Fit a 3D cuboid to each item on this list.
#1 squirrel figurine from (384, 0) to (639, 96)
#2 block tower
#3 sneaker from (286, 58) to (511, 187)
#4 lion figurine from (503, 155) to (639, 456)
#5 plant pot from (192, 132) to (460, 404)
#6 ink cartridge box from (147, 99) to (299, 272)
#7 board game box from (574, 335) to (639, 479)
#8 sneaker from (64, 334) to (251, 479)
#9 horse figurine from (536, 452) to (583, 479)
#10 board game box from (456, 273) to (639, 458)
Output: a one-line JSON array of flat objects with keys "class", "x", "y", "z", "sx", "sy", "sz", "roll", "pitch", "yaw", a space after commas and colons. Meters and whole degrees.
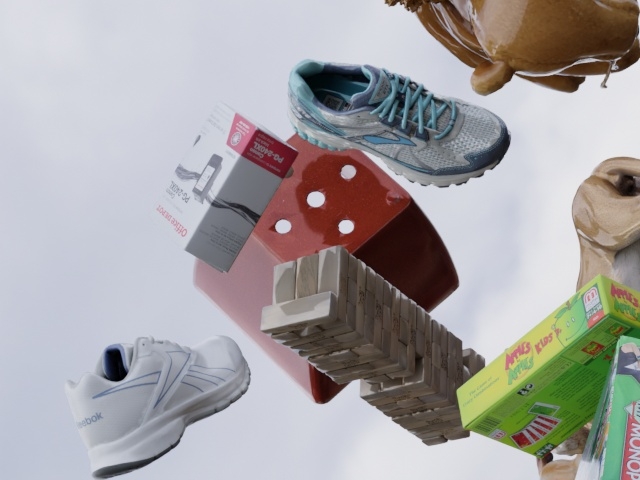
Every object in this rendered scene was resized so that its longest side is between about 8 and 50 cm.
[{"class": "squirrel figurine", "x": 0.164, "y": -0.283, "z": 2.088, "sx": 0.370, "sy": 0.397, "sz": 0.281, "roll": -83, "pitch": 13, "yaw": -67}, {"class": "block tower", "x": 0.069, "y": 0.119, "z": 2.214, "sx": 0.091, "sy": 0.097, "sz": 0.335, "roll": -16, "pitch": -34, "yaw": 30}, {"class": "sneaker", "x": 0.086, "y": -0.147, "z": 2.374, "sx": 0.122, "sy": 0.283, "sz": 0.110, "roll": 71, "pitch": -146, "yaw": -62}, {"class": "lion figurine", "x": 0.281, "y": 0.051, "z": 1.880, "sx": 0.142, "sy": 0.240, "sz": 0.392, "roll": -5, "pitch": -61, "yaw": -32}, {"class": "plant pot", "x": 0.000, "y": 0.000, "z": 2.599, "sx": 0.267, "sy": 0.267, "sz": 0.236, "roll": -40, "pitch": -24, "yaw": -17}, {"class": "ink cartridge box", "x": -0.103, "y": -0.056, "z": 2.083, "sx": 0.063, "sy": 0.109, "sz": 0.150, "roll": 29, "pitch": -85, "yaw": -33}, {"class": "board game box", "x": 0.211, "y": 0.260, "z": 1.556, "sx": 0.213, "sy": 0.046, "sz": 0.317, "roll": -72, "pitch": -7, "yaw": -47}, {"class": "sneaker", "x": -0.176, "y": 0.156, "z": 2.231, "sx": 0.111, "sy": 0.129, "sz": 0.297, "roll": -23, "pitch": 6, "yaw": 29}, {"class": "horse figurine", "x": 0.294, "y": 0.269, "z": 2.104, "sx": 0.066, "sy": 0.263, "sz": 0.174, "roll": 23, "pitch": -65, "yaw": -43}, {"class": "board game box", "x": 0.209, "y": 0.108, "z": 1.675, "sx": 0.092, "sy": 0.043, "sz": 0.181, "roll": 23, "pitch": -49, "yaw": -31}]
